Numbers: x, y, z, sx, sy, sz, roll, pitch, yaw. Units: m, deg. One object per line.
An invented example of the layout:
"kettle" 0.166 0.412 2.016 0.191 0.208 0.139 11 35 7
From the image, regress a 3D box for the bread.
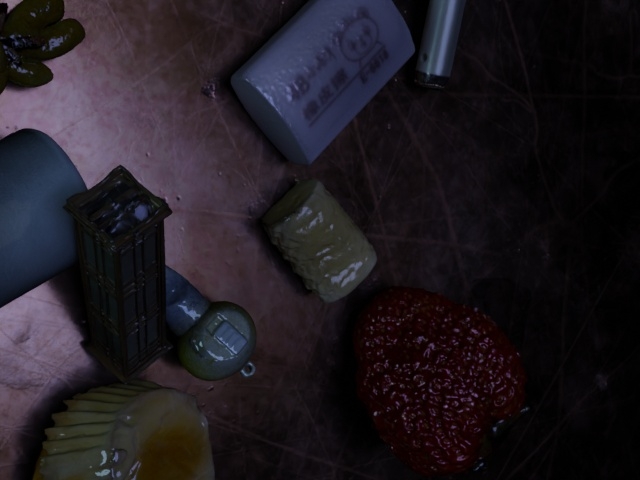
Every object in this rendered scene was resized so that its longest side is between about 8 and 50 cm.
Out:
"bread" -0.268 0.383 1.211 0.236 0.183 0.388 7 83 -47

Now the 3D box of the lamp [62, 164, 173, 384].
"lamp" -0.244 0.054 1.117 0.090 0.325 0.089 38 57 20

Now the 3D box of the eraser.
"eraser" 0.009 -0.266 1.365 0.270 0.095 0.174 -48 117 -18

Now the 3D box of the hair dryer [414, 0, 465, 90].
"hair dryer" 0.211 -0.404 1.463 0.203 0.128 0.362 0 105 -42

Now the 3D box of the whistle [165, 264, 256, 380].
"whistle" -0.180 0.118 1.285 0.223 0.123 0.123 43 71 -4

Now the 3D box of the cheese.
"cheese" 0.000 0.000 1.375 0.123 0.094 0.167 -48 115 -21

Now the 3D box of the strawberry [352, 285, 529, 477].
"strawberry" 0.177 0.219 1.421 0.261 0.261 0.257 -53 123 -17

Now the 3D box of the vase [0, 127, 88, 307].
"vase" -0.431 -0.005 1.056 0.291 0.245 0.245 -34 110 -33

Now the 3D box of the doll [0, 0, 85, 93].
"doll" -0.394 -0.249 1.126 0.209 0.097 0.137 -42 107 -27
